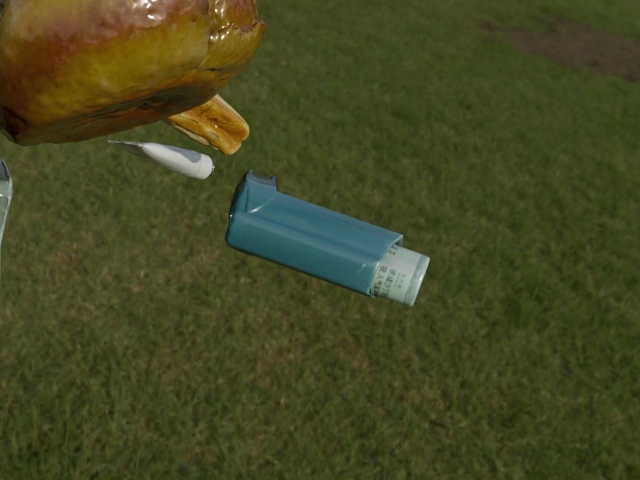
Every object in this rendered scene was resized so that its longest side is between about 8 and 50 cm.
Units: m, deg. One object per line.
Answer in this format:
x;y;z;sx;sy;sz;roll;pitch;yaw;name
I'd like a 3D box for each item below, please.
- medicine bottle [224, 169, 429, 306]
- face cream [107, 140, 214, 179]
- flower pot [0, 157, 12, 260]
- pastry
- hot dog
0.000;0.000;1.042;0.258;0.079;0.124;20;20;9;medicine bottle
-0.320;-0.176;1.845;0.092;0.058;0.244;8;-3;36;face cream
-0.424;0.016;1.009;0.108;0.229;0.103;2;18;-32;flower pot
-0.233;-0.218;1.004;0.356;0.163;0.356;-21;0;0;pastry
-0.233;-0.245;1.687;0.076;0.102;0.249;44;9;38;hot dog
